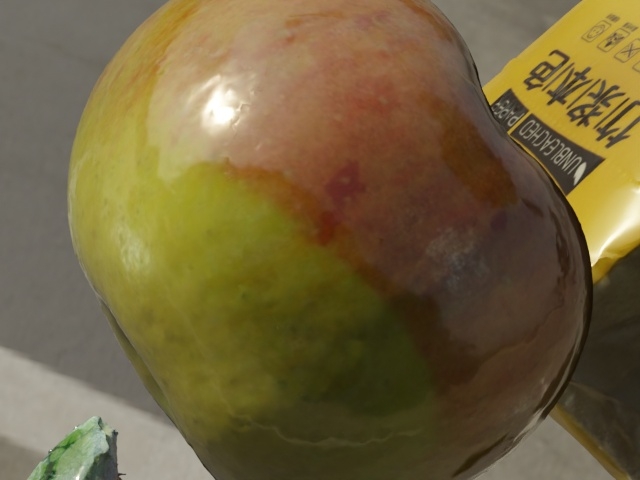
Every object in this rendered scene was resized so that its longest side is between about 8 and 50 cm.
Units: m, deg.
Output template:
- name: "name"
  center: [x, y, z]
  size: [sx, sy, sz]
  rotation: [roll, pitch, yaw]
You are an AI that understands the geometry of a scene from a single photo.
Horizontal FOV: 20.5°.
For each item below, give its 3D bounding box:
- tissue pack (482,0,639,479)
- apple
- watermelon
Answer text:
- name: "tissue pack"
  center: [0.239, -0.012, 1.257]
  size: [0.228, 0.293, 0.382]
  rotation: [47, 4, -23]
- name: "apple"
  center: [0.000, 0.000, 0.763]
  size: [0.194, 0.261, 0.261]
  rotation: [-32, 50, -7]
- name: "watermelon"
  center: [-0.192, 0.254, 1.510]
  size: [0.139, 0.187, 0.071]
  rotation: [26, -5, -17]
